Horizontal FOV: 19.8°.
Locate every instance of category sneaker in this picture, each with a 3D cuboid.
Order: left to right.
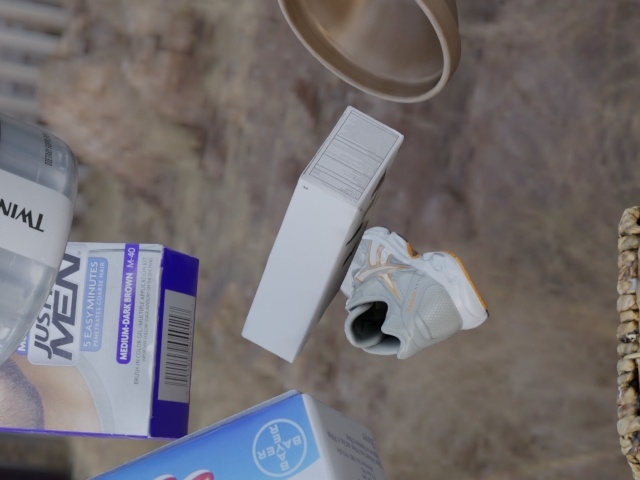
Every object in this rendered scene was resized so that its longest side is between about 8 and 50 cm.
[{"bbox_3d":[0.059,0.059,1.895,0.099,0.121,0.262,63,162,-15],"label":"sneaker"}]

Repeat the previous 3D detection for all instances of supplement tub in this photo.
[{"bbox_3d":[-0.348,-0.038,1.299,0.193,0.316,0.194,-45,33,40],"label":"supplement tub"}]

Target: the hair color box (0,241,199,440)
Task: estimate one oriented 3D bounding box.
[{"bbox_3d":[-0.297,0.095,1.796,0.110,0.338,0.185,24,-112,-70],"label":"hair color box"}]

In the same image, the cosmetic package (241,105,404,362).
[{"bbox_3d":[0.000,0.000,1.596,0.099,0.060,0.239,-55,-8,-37],"label":"cosmetic package"}]

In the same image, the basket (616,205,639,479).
[{"bbox_3d":[0.342,0.092,1.320,0.299,0.223,0.214,25,-115,-71],"label":"basket"}]

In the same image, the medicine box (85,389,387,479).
[{"bbox_3d":[-0.061,0.301,1.367,0.149,0.263,0.289,40,-151,-62],"label":"medicine box"}]

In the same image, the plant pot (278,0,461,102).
[{"bbox_3d":[0.074,-0.279,2.104,0.110,0.237,0.237,-51,7,-27],"label":"plant pot"}]
